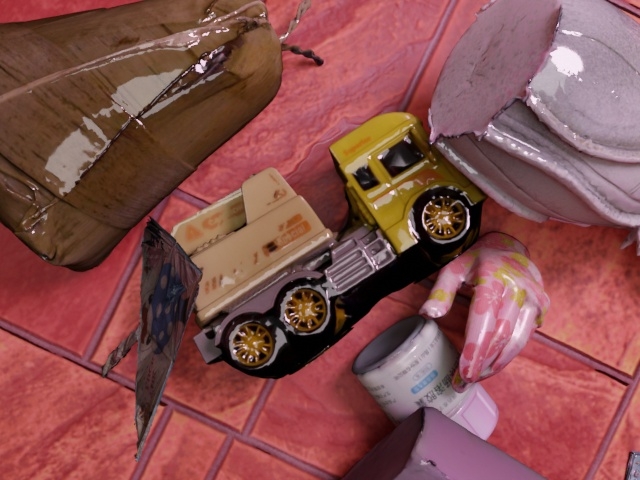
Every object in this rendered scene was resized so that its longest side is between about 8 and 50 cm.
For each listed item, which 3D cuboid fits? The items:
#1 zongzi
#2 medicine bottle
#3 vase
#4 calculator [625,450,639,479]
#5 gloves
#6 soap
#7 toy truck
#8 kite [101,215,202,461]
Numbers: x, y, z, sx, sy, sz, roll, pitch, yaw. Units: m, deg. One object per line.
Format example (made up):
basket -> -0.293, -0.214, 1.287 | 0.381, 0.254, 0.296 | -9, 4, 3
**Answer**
zongzi -> -0.297, -0.276, 0.762 | 0.500, 0.218, 0.467 | -42, 91, -1
medicine bottle -> 0.144, 0.201, 0.820 | 0.135, 0.135, 0.168 | -38, 95, -1
vase -> 0.351, -0.108, 0.723 | 0.445, 0.250, 0.250 | 25, 89, -26
calculator -> 0.470, 0.399, 0.889 | 0.057, 0.018, 0.172 | 12, 91, 0
gloves -> 0.219, 0.086, 0.778 | 0.126, 0.241, 0.145 | -28, 110, 29
soap -> 0.165, 0.380, 0.771 | 0.296, 0.107, 0.285 | 31, 121, -5
toy truck -> 0.000, 0.000, 0.797 | 0.405, 0.180, 0.254 | -33, 84, 2
kite -> -0.220, 0.105, 0.769 | 0.011, 0.314, 0.335 | 16, 53, -33
